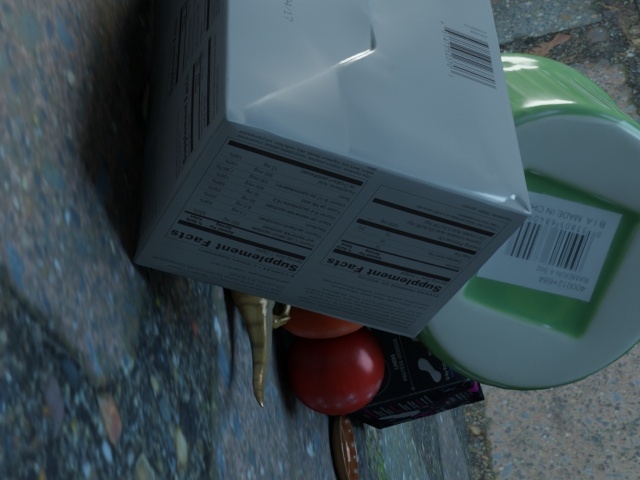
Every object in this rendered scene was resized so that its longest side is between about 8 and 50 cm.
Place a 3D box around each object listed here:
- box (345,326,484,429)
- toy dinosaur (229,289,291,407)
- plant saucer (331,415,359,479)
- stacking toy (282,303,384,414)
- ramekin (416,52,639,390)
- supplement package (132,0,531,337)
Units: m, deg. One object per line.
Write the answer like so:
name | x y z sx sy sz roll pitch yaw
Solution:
box | 0.089 0.112 1.385 0.247 0.142 0.163 49 25 -74
toy dinosaur | -0.051 0.042 0.966 0.112 0.064 0.211 17 54 -52
plant saucer | 0.025 0.221 1.293 0.083 0.013 0.083 -11 90 -80
stacking toy | 0.000 0.000 1.068 0.141 0.141 0.330 -73 155 -70
ramekin | 0.186 -0.010 1.139 0.148 0.303 0.303 -124 -162 -67
supplement package | 0.001 -0.099 0.818 0.145 0.204 0.262 -52 -149 43
